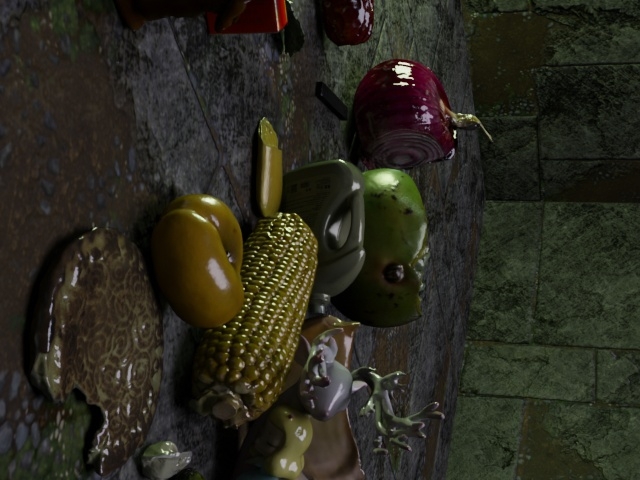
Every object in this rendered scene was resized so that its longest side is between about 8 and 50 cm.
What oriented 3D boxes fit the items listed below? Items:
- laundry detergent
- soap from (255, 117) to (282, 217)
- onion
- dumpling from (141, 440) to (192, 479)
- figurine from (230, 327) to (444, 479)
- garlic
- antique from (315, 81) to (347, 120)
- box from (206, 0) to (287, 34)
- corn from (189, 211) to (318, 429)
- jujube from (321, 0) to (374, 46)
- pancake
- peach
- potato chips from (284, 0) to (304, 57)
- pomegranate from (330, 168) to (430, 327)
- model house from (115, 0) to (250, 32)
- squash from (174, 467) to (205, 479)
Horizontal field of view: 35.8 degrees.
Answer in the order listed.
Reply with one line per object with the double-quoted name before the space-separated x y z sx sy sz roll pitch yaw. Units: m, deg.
"laundry detergent" 0.000 0.000 1.669 0.091 0.181 0.253 22 62 -49
"soap" -0.086 -0.121 1.647 0.089 0.033 0.168 -17 107 -76
"onion" 0.182 -0.289 2.197 0.230 0.272 0.256 58 2 -43
"dumpling" -0.197 0.286 1.274 0.052 0.057 0.076 -68 153 -49
"figurine" 0.011 0.280 1.462 0.315 0.206 0.284 -69 -162 5
"garlic" -0.013 0.295 1.640 0.151 0.196 0.338 6 76 -55
"antique" 0.025 -0.283 2.026 0.192 0.015 0.031 26 66 -72
"box" -0.113 -0.382 1.403 0.048 0.112 0.175 -59 148 -58
"corn" -0.088 0.110 1.478 0.387 0.144 0.144 -68 154 -47
"jujube" 0.054 -0.471 1.950 0.112 0.109 0.176 -145 -132 -69
"pancake" -0.249 0.128 1.142 0.288 0.033 0.286 8 85 -73
"peach" -0.155 0.023 1.284 0.179 0.103 0.179 -15 90 -81
"potato chips" -0.055 -0.439 1.683 0.167 0.059 0.228 33 55 -78
"pomegranate" 0.080 0.007 1.948 0.358 0.216 0.309 -125 -153 -65
"model house" -0.135 -0.376 1.146 0.219 0.229 0.199 72 31 -50
"squash" -0.176 0.400 1.368 0.052 0.052 0.183 -25 114 -71
